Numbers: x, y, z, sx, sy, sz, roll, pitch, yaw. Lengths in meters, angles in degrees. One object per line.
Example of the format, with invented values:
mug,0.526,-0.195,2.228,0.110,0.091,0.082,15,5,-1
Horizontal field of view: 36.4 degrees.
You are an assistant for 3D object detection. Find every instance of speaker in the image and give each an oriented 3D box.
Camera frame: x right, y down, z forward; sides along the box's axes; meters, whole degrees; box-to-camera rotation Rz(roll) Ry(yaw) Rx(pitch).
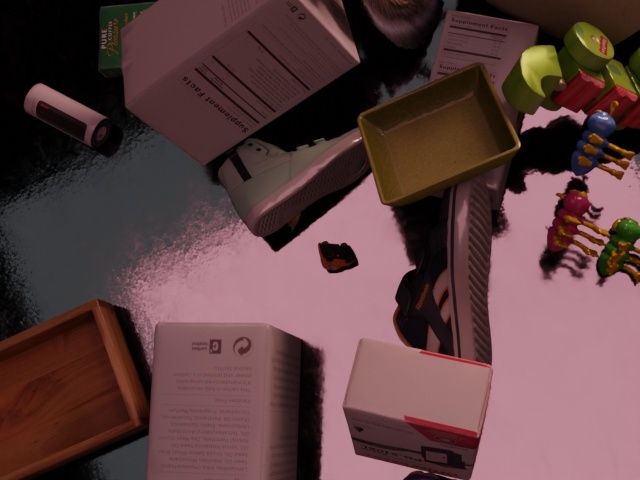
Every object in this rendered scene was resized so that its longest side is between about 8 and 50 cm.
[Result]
speaker,-0.405,-0.200,1.558,0.136,0.055,0.055,28,85,13

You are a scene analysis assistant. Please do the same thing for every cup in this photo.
cup,0.378,-0.409,1.359,0.331,0.331,0.237,-44,100,-1

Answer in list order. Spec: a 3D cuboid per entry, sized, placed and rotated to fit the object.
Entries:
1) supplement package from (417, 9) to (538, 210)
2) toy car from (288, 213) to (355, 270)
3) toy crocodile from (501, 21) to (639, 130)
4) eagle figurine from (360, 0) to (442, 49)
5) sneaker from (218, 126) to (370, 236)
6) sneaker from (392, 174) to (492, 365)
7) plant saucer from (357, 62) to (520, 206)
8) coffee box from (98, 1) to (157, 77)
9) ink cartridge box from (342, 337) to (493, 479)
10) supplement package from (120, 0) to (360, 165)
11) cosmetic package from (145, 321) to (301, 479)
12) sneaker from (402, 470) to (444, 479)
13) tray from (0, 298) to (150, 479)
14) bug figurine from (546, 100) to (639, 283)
supplement package,0.222,-0.186,1.407,0.133,0.139,0.244,14,83,13
toy car,0.000,0.000,1.473,0.122,0.060,0.040,54,136,30
toy crocodile,0.389,-0.204,1.320,0.340,0.115,0.105,7,53,-32
eagle figurine,0.076,-0.415,1.389,0.225,0.298,0.226,10,78,4
sneaker,-0.035,-0.132,1.467,0.256,0.094,0.151,-33,60,-9
sneaker,0.164,0.063,1.332,0.127,0.126,0.321,6,108,26
plant saucer,0.156,-0.131,1.284,0.188,0.045,0.188,-23,45,11
coffee box,-0.264,-0.326,1.565,0.184,0.040,0.113,-4,78,8
ink cartridge box,0.130,0.229,1.286,0.172,0.237,0.100,11,66,12
supplement package,-0.122,-0.280,1.399,0.293,0.175,0.178,-30,48,21
cosmetic package,-0.129,0.346,1.322,0.161,0.230,0.453,0,79,10
sneaker,0.191,0.364,1.345,0.169,0.071,0.068,8,81,10
tray,-0.476,0.266,1.474,0.410,0.076,0.203,-24,76,4
bug figurine,0.408,-0.060,1.334,0.072,0.279,0.216,40,107,52
